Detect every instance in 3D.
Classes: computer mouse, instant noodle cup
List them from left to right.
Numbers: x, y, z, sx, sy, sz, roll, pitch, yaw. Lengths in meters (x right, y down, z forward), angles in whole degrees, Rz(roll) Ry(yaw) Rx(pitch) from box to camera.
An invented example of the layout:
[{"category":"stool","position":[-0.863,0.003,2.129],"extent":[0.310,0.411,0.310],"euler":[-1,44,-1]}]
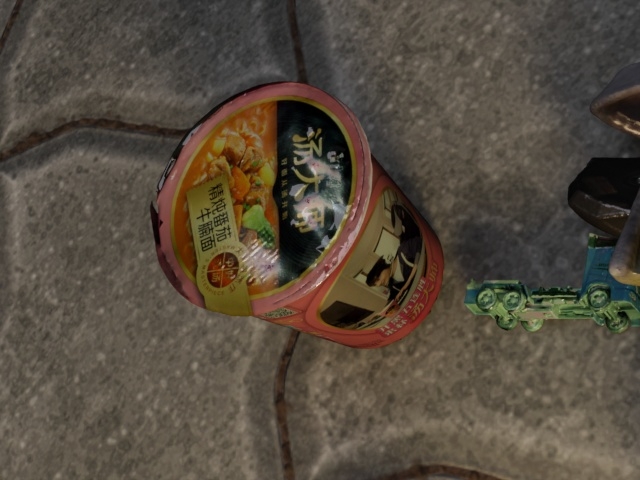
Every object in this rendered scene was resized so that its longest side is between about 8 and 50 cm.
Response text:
[{"category":"instant noodle cup","position":[0.000,0.000,1.160],"extent":[0.244,0.255,0.244],"euler":[-12,64,26]},{"category":"computer mouse","position":[0.310,-0.036,1.097],"extent":[0.172,0.057,0.099],"euler":[-7,33,-11]}]

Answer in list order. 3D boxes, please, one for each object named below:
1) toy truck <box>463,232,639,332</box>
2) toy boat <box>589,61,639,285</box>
[{"category":"toy truck","position":[0.228,0.042,1.133],"extent":[0.175,0.067,0.081],"euler":[-3,63,32]},{"category":"toy boat","position":[0.378,-0.063,1.011],"extent":[0.276,0.111,0.293],"euler":[-4,45,11]}]
